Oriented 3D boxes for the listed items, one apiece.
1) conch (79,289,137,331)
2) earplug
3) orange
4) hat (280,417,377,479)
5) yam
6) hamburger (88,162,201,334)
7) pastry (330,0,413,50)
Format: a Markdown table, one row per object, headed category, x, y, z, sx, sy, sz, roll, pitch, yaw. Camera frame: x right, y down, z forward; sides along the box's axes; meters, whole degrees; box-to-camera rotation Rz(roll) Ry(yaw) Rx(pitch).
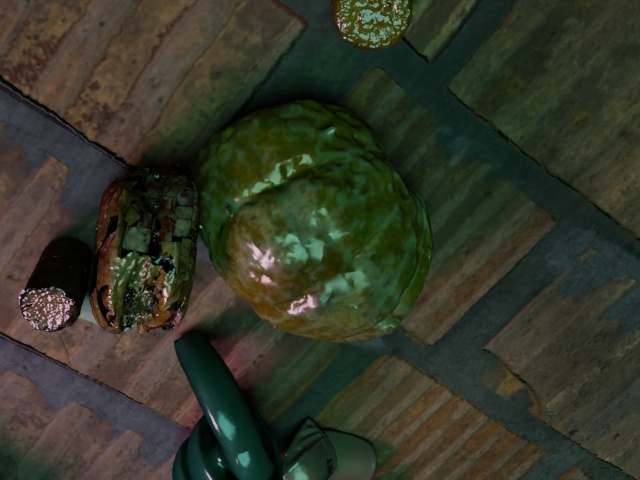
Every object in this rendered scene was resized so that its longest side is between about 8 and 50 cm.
| category | x | y | z | sx | sy | sz | roll | pitch | yaw |
| --- | --- | --- | --- | --- | --- | --- | --- | --- | --- |
| conch | -0.285 | 0.093 | 1.085 | 0.180 | 0.088 | 0.065 | -1 | 76 | -1 |
| earplug | -0.161 | 0.304 | 1.162 | 0.258 | 0.163 | 0.280 | 31 | 122 | -16 |
| orange | 0.000 | 0.000 | 0.987 | 0.271 | 0.210 | 0.368 | -35 | 116 | 14 |
| hat | 0.012 | 0.380 | 1.271 | 0.175 | 0.085 | 0.147 | 12 | 116 | -14 |
| yam | -0.341 | 0.056 | 1.002 | 0.079 | 0.141 | 0.079 | -3 | 118 | -6 |
| hamburger | -0.224 | 0.009 | 0.950 | 0.107 | 0.231 | 0.230 | 5 | 119 | -25 |
| pastry | 0.063 | -0.277 | 0.922 | 0.097 | 0.057 | 0.109 | -30 | 118 | 11 |
